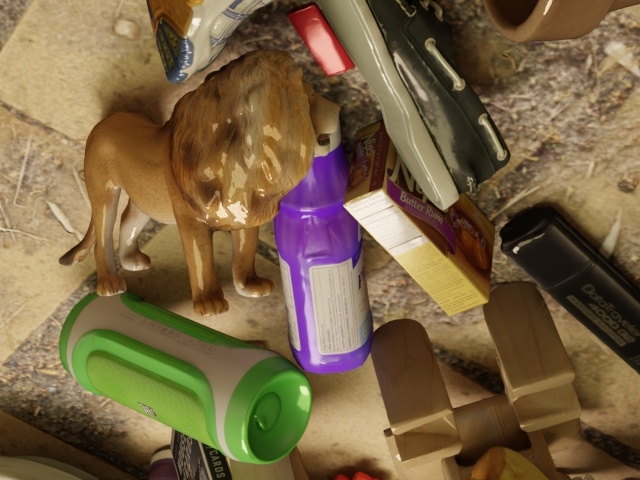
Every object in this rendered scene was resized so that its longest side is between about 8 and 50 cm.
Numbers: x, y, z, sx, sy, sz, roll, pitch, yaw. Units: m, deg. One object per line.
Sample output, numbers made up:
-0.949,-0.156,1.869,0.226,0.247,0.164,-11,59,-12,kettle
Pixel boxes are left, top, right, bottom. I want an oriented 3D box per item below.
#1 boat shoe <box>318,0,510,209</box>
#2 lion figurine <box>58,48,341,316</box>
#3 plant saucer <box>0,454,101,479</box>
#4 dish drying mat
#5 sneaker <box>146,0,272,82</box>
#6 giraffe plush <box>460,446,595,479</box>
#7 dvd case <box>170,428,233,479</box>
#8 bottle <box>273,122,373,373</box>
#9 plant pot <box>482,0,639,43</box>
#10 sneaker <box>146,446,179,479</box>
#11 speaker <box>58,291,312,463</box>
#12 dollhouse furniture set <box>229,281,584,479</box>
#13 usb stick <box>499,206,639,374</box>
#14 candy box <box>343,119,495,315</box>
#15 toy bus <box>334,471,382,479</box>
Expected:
0.081,-0.173,1.492,0.091,0.114,0.302,-32,120,-8,boat shoe
-0.148,-0.065,1.593,0.392,0.142,0.240,5,106,42,lion figurine
-0.364,0.388,2.189,0.401,0.100,0.400,13,143,10,plant saucer
0.001,-0.192,1.551,0.032,0.008,0.083,-15,131,27,dish drying mat
-0.076,-0.226,1.438,0.131,0.111,0.296,-16,171,-19,sneaker
0.189,0.331,1.735,0.210,0.181,0.170,-10,154,-47,giraffe plush
-0.138,0.294,1.958,0.030,0.238,0.179,-9,141,-17,dvd case
0.000,0.000,1.676,0.092,0.118,0.282,-5,124,2,bottle
0.252,-0.281,1.239,0.229,0.263,0.263,-2,140,-11,plant pot
-0.128,0.398,2.144,0.283,0.124,0.107,38,133,-25,sneaker
-0.153,0.147,1.792,0.297,0.131,0.131,19,147,38,speaker
0.098,0.224,1.882,0.394,0.256,0.362,-17,135,1,dollhouse furniture set
0.299,0.061,1.727,0.077,0.045,0.278,-33,122,31,usb stick
0.102,-0.024,1.634,0.053,0.109,0.186,-22,127,31,candy box
-0.010,0.380,2.050,0.220,0.149,0.211,22,97,-38,toy bus
